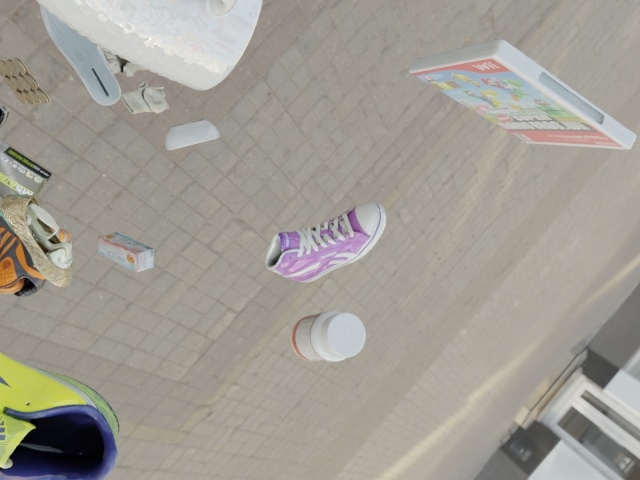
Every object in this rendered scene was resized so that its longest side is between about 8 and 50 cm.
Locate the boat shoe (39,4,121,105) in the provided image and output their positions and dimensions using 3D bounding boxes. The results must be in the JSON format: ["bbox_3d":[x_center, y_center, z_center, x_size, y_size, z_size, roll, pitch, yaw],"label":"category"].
[{"bbox_3d":[-0.590,-0.477,1.086,0.109,0.094,0.303,-31,142,-22],"label":"boat shoe"}]

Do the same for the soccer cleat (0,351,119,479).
[{"bbox_3d":[-0.293,0.133,0.360,0.289,0.121,0.094,40,74,-40],"label":"soccer cleat"}]

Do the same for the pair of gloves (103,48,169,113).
[{"bbox_3d":[-0.606,-0.534,1.478,0.042,0.240,0.204,-24,-173,26],"label":"pair of gloves"}]

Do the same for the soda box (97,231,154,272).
[{"bbox_3d":[-0.560,0.031,1.279,0.063,0.183,0.058,-22,126,-53],"label":"soda box"}]

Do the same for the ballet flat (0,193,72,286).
[{"bbox_3d":[-0.522,0.003,0.849,0.067,0.073,0.206,-14,124,8],"label":"ballet flat"}]

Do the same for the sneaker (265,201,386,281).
[{"bbox_3d":[0.000,0.001,0.956,0.282,0.102,0.161,-38,143,25],"label":"sneaker"}]

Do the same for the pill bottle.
[{"bbox_3d":[0.016,0.239,1.108,0.121,0.121,0.221,-25,178,-28],"label":"pill bottle"}]

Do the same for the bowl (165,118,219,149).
[{"bbox_3d":[-0.339,-0.282,1.165,0.141,0.142,0.053,-16,111,-12],"label":"bowl"}]

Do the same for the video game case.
[{"bbox_3d":[0.299,-0.210,0.676,0.284,0.204,0.025,21,97,-24],"label":"video game case"}]

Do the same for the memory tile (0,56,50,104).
[{"bbox_3d":[-0.698,-0.370,1.040,0.012,0.147,0.113,-55,139,-33],"label":"memory tile"}]

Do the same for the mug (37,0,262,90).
[{"bbox_3d":[-0.274,-0.424,0.698,0.327,0.374,0.277,12,103,-44],"label":"mug"}]

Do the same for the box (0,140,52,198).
[{"bbox_3d":[-0.973,-0.204,1.394,0.184,0.045,0.190,-36,120,27],"label":"box"}]

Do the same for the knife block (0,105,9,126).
[{"bbox_3d":[-0.781,-0.243,0.986,0.241,0.275,0.088,-25,97,-9],"label":"knife block"}]

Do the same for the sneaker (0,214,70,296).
[{"bbox_3d":[-0.709,0.017,0.982,0.124,0.320,0.180,34,75,-61],"label":"sneaker"}]
